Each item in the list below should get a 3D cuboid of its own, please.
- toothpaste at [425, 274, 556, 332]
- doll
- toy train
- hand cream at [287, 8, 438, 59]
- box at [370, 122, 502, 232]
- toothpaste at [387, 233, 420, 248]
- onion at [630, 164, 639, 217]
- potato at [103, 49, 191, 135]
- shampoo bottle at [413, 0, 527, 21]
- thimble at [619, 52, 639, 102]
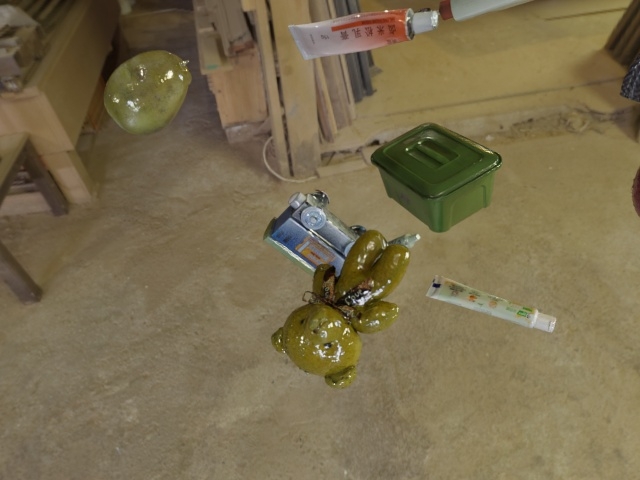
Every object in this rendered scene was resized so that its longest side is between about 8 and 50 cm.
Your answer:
[{"bbox_3d":[0.441,0.167,1.109,0.314,0.056,0.058,18,12,28],"label":"toothpaste"},{"bbox_3d":[0.028,0.078,0.542,0.137,0.097,0.209,29,86,29],"label":"doll"},{"bbox_3d":[0.000,0.000,1.201,0.299,0.202,0.131,39,27,-19],"label":"toy train"},{"bbox_3d":[0.055,-0.294,0.594,0.216,0.052,0.038,5,32,30],"label":"hand cream"},{"bbox_3d":[0.331,-0.186,1.231,0.253,0.178,0.329,-30,43,-8],"label":"box"},{"bbox_3d":[0.134,0.023,0.889,0.029,0.197,0.048,44,53,-13],"label":"toothpaste"},{"bbox_3d":[1.055,-0.181,1.250,0.272,0.230,0.256,-7,31,46],"label":"onion"},{"bbox_3d":[-0.446,-0.398,1.117,0.251,0.174,0.159,-44,73,0],"label":"potato"},{"bbox_3d":[0.333,-0.500,0.874,0.284,0.071,0.153,1,32,42],"label":"shampoo bottle"},{"bbox_3d":[0.557,-0.271,0.685,0.095,0.104,0.066,2,36,-28],"label":"thimble"}]
